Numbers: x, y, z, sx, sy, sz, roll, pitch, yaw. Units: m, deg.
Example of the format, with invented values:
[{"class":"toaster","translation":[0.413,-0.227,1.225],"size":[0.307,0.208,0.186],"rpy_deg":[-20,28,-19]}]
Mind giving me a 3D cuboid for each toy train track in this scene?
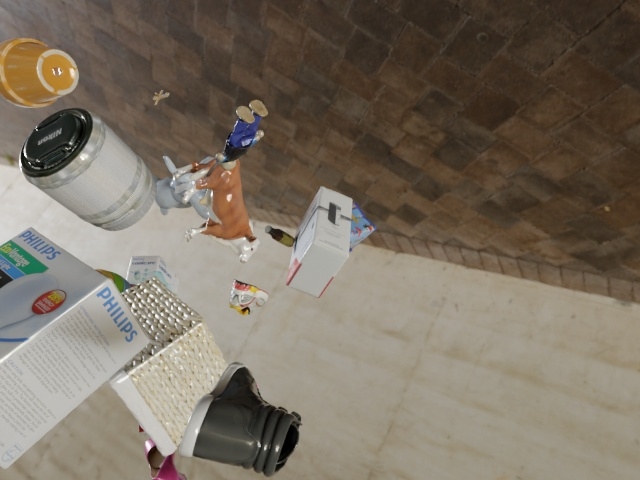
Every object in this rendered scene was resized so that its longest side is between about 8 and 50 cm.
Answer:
[{"class":"toy train track","translation":[-0.442,-0.400,1.424],"size":[0.014,0.048,0.083],"rpy_deg":[35,-155,-3]}]

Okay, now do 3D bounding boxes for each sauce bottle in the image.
[{"class":"sauce bottle","translation":[-0.132,-0.015,1.666],"size":[0.042,0.042,0.128],"rpy_deg":[14,169,35]}]

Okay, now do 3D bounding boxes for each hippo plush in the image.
[{"class":"hippo plush","translation":[-0.484,-0.157,1.851],"size":[0.237,0.294,0.234],"rpy_deg":[-21,89,32]}]

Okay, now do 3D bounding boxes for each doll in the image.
[{"class":"doll","translation":[-0.164,-0.204,1.056],"size":[0.046,0.129,0.189],"rpy_deg":[48,140,5]}]

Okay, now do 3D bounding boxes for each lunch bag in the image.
[{"class":"lunch bag","translation":[0.023,0.016,1.888],"size":[0.138,0.221,0.293],"rpy_deg":[53,129,18]}]

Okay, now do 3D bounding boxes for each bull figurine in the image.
[{"class":"bull figurine","translation":[-0.268,-0.076,1.370],"size":[0.101,0.189,0.310],"rpy_deg":[36,137,57]}]

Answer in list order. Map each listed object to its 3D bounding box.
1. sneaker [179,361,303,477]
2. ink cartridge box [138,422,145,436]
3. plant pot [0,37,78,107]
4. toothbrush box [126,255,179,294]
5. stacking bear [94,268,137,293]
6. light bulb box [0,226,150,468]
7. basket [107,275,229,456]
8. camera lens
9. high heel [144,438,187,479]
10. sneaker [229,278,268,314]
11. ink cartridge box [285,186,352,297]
[{"class":"sneaker","translation":[-0.102,0.271,0.786],"size":[0.147,0.104,0.296],"rpy_deg":[19,180,2]},{"class":"ink cartridge box","translation":[-0.496,0.497,1.797],"size":[0.272,0.309,0.130],"rpy_deg":[-2,155,-20]},{"class":"plant pot","translation":[-0.837,-0.501,1.545],"size":[0.188,0.205,0.205],"rpy_deg":[11,155,31]},{"class":"toothbrush box","translation":[-0.675,0.234,2.040],"size":[0.126,0.295,0.216],"rpy_deg":[-1,153,9]},{"class":"stacking bear","translation":[-0.740,0.167,1.697],"size":[0.176,0.164,0.289],"rpy_deg":[30,170,35]},{"class":"light bulb box","translation":[-0.643,0.202,1.104],"size":[0.358,0.361,0.225],"rpy_deg":[22,141,33]},{"class":"basket","translation":[-0.443,0.320,1.394],"size":[0.328,0.266,0.331],"rpy_deg":[28,146,43]},{"class":"camera lens","translation":[-0.569,-0.172,1.278],"size":[0.220,0.219,0.274],"rpy_deg":[17,159,28]},{"class":"high heel","translation":[-0.473,0.629,1.477],"size":[0.244,0.082,0.117],"rpy_deg":[31,166,49]},{"class":"sneaker","translation":[-0.228,0.181,1.576],"size":[0.088,0.092,0.225],"rpy_deg":[16,171,16]},{"class":"ink cartridge box","translation":[0.000,0.000,1.537],"size":[0.114,0.272,0.197],"rpy_deg":[23,128,-12]}]
